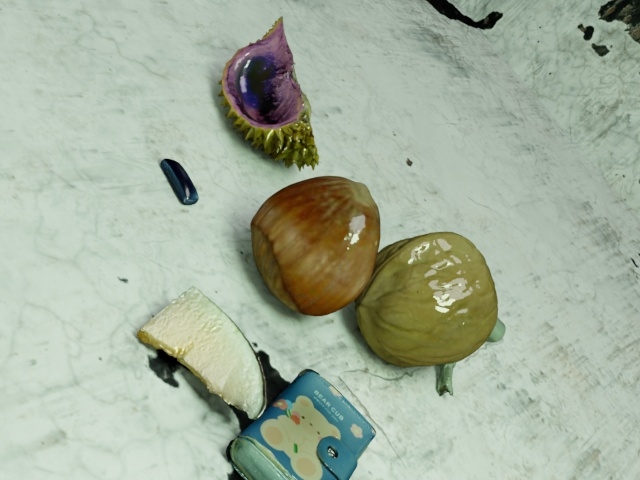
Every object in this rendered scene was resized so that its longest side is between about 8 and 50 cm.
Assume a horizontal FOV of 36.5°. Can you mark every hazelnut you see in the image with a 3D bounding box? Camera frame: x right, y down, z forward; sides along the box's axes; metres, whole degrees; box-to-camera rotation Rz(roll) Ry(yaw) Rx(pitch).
[{"bbox_3d":[0.000,0.000,1.418,0.176,0.214,0.214,32,30,-48],"label":"hazelnut"}]

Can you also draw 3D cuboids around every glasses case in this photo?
[{"bbox_3d":[-0.207,-0.090,1.444,0.033,0.023,0.083,-1,54,-50],"label":"glasses case"}]

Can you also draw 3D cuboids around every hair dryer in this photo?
[{"bbox_3d":[0.254,0.171,1.682,0.229,0.092,0.267,24,49,-43],"label":"hair dryer"}]

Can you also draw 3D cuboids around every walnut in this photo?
[{"bbox_3d":[0.159,0.093,1.499,0.228,0.228,0.228,32,32,-23],"label":"walnut"}]

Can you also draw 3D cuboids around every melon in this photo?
[{"bbox_3d":[-0.129,0.143,1.204,0.182,0.054,0.098,36,38,6],"label":"melon"}]

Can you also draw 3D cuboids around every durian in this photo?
[{"bbox_3d":[-0.074,-0.220,1.678,0.186,0.153,0.261,52,19,-37],"label":"durian"}]

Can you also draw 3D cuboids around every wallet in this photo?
[{"bbox_3d":[-0.019,0.257,1.217,0.141,0.059,0.202,43,28,6],"label":"wallet"}]
